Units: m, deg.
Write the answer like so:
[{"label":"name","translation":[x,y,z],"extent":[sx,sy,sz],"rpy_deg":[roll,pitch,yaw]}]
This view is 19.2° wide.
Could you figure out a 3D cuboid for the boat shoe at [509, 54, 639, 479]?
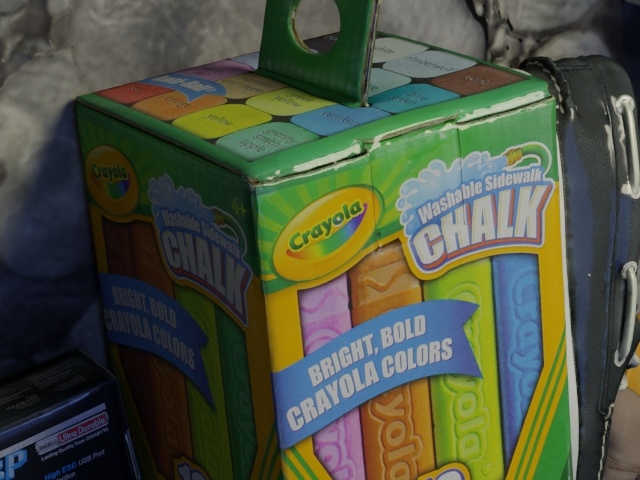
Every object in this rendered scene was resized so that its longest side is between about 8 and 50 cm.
[{"label":"boat shoe","translation":[0.145,0.043,1.097],"extent":[0.091,0.114,0.302],"rpy_deg":[-12,113,-24]}]

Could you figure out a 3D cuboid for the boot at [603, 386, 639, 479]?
[{"label":"boot","translation":[0.192,0.110,1.186],"extent":[0.087,0.042,0.118],"rpy_deg":[12,119,-21]}]

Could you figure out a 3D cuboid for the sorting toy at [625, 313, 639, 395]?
[{"label":"sorting toy","translation":[0.340,0.104,1.289],"extent":[0.348,0.047,0.196],"rpy_deg":[-2,106,-33]}]

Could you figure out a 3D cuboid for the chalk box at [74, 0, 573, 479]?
[{"label":"chalk box","translation":[0.000,0.000,0.946],"extent":[0.179,0.180,0.288],"rpy_deg":[-18,113,-29]}]

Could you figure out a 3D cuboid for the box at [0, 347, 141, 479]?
[{"label":"box","translation":[-0.189,0.177,0.954],"extent":[0.220,0.051,0.175],"rpy_deg":[-23,117,-26]}]

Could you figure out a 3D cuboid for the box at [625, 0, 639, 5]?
[{"label":"box","translation":[0.255,-0.191,1.057],"extent":[0.091,0.170,0.130],"rpy_deg":[-18,115,-27]}]
